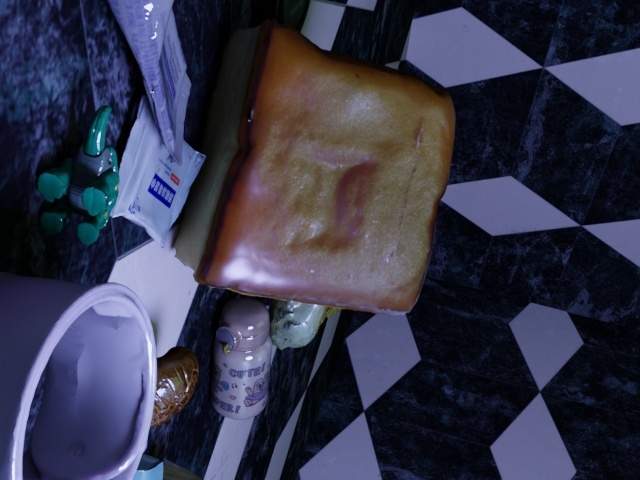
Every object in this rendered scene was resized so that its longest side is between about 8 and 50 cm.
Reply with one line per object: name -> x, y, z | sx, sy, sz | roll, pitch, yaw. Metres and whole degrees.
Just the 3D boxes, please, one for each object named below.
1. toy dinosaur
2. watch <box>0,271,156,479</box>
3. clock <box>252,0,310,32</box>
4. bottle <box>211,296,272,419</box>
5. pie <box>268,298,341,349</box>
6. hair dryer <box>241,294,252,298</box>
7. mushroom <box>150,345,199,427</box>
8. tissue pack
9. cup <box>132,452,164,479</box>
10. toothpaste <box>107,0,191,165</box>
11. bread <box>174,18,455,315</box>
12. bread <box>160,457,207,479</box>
toy dinosaur -> -0.196, -0.054, 0.677 | 0.096, 0.059, 0.132 | -77, -175, -59
watch -> -0.197, 0.142, 0.565 | 0.244, 0.196, 0.231 | 15, 82, -78
clock -> -0.049, -0.359, 1.110 | 0.184, 0.040, 0.184 | 15, 90, -81
bottle -> -0.133, 0.192, 1.290 | 0.110, 0.097, 0.209 | -39, 145, -47
pie -> 0.001, -0.007, 1.436 | 0.418, 0.180, 0.395 | -70, 171, -78
hair dryer -> -0.093, -0.021, 1.231 | 0.189, 0.107, 0.352 | -58, 166, -55
mushroom -> -0.191, 0.171, 0.926 | 0.126, 0.085, 0.109 | -35, 140, -67
tissue pack -> -0.175, -0.065, 0.844 | 0.193, 0.026, 0.122 | 57, 48, -77
cup -> -0.229, 0.338, 0.806 | 0.134, 0.148, 0.235 | 29, 71, -84
toothpaste -> -0.146, -0.186, 0.700 | 0.099, 0.068, 0.282 | -56, 162, -23
bread -> 0.003, -0.082, 1.024 | 0.143, 0.333, 0.323 | 15, -87, 56
bread -> -0.223, 0.408, 1.027 | 0.210, 0.110, 0.192 | -49, 145, -71
